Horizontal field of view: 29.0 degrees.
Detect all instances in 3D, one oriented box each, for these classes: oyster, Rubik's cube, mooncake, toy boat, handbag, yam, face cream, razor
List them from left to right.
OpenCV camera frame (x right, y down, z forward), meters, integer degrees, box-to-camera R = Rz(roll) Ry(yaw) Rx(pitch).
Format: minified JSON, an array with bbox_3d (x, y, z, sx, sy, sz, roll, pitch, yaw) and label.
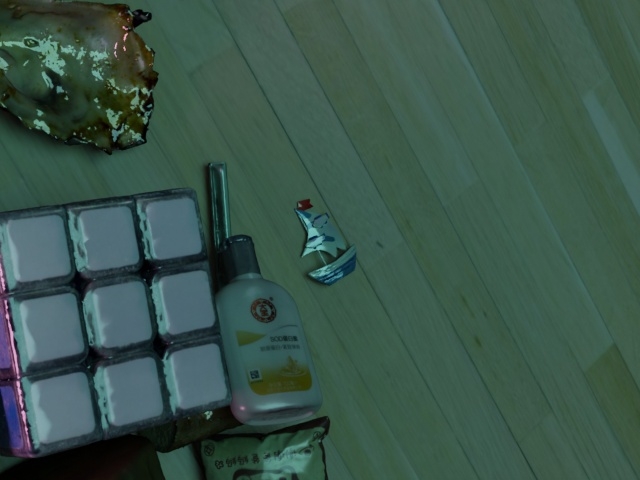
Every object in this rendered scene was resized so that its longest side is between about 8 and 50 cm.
[{"bbox_3d":[-0.399,-0.237,1.777,0.361,0.096,0.221,1,88,-35],"label":"oyster"},{"bbox_3d":[-0.334,0.106,1.638,0.303,0.305,0.301,-8,90,-40],"label":"Rubik's cube"},{"bbox_3d":[-0.327,0.378,1.625,0.290,0.290,0.161,-27,101,-34],"label":"mooncake"},{"bbox_3d":[-0.156,0.229,1.855,0.238,0.128,0.129,-12,68,-35],"label":"yam"},{"bbox_3d":[-0.153,0.014,1.942,0.111,0.056,0.278,-4,78,1],"label":"razor"},{"bbox_3d":[-0.091,0.128,1.826,0.143,0.071,0.291,-1,59,-26],"label":"face cream"},{"bbox_3d":[-0.077,0.392,1.887,0.212,0.127,0.235,-7,88,-8],"label":"handbag"},{"bbox_3d":[0.011,0.003,2.073,0.105,0.034,0.149,-5,74,-32],"label":"toy boat"}]
